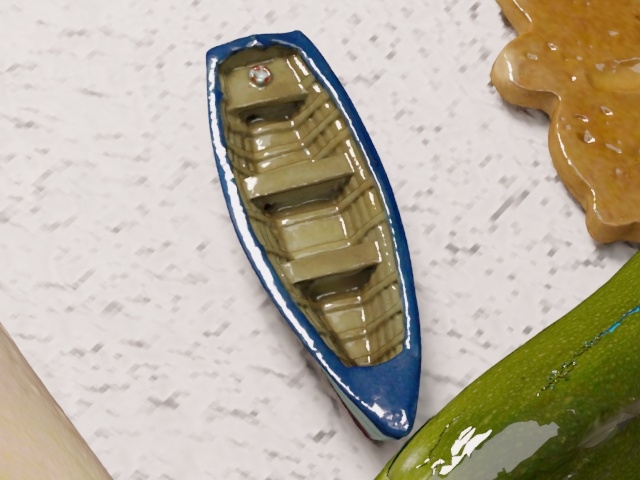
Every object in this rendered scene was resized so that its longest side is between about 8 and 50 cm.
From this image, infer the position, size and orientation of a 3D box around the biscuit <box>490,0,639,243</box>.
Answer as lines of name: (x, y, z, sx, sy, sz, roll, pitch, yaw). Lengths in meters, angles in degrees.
biscuit: (0.161, -0.081, 0.966, 0.133, 0.027, 0.184, -22, 66, -19)

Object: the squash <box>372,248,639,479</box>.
squash: (0.125, 0.068, 0.840, 0.331, 0.087, 0.087, -35, 69, -25)

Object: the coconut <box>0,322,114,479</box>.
coconut: (-0.213, 0.133, 0.642, 0.297, 0.297, 0.309, -30, 62, -22)

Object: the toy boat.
toy boat: (0.000, 0.000, 0.888, 0.080, 0.046, 0.229, -14, 62, -15)
